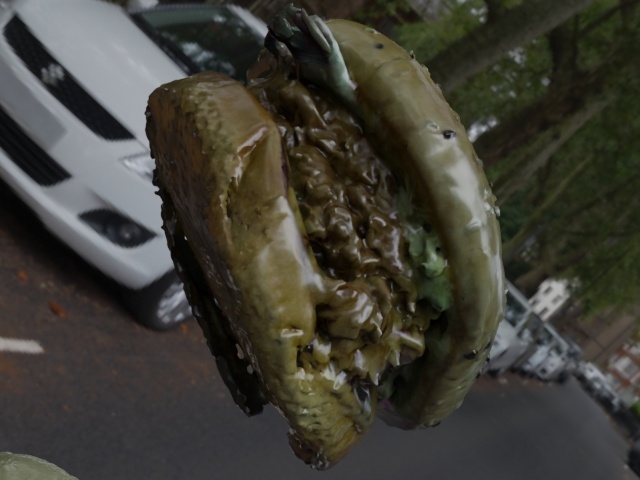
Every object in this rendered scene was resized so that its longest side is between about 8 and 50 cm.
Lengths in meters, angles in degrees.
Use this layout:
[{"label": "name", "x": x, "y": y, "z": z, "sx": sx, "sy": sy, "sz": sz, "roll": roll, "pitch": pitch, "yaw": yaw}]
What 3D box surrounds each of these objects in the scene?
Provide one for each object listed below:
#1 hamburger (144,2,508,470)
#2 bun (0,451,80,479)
[{"label": "hamburger", "x": 0.000, "y": 0.000, "z": 0.672, "sx": 0.277, "sy": 0.195, "sz": 0.318, "roll": 155, "pitch": -84, "yaw": -72}, {"label": "bun", "x": -0.249, "y": 0.264, "z": 0.817, "sx": 0.188, "sy": 0.164, "sz": 0.111, "roll": 61, "pitch": 35, "yaw": -23}]
